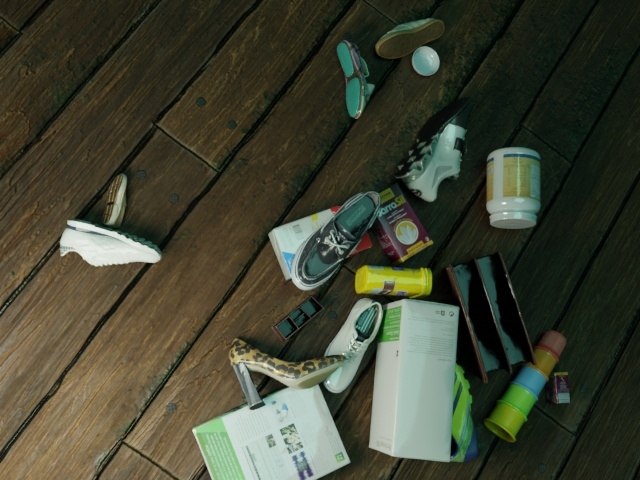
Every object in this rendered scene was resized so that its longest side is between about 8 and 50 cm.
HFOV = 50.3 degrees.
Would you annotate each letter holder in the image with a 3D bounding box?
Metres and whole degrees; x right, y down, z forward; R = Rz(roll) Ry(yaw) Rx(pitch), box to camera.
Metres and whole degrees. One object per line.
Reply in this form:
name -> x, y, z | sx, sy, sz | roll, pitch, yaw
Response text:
letter holder -> 0.431, 0.189, 1.726 | 0.152, 0.214, 0.302 | -17, 83, 6

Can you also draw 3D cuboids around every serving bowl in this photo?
serving bowl -> 0.295, -0.507, 1.939 | 0.083, 0.027, 0.083 | 1, 86, -17

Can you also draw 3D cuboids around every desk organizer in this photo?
desk organizer -> -0.056, 0.194, 1.711 | 0.130, 0.050, 0.047 | -38, 90, -17

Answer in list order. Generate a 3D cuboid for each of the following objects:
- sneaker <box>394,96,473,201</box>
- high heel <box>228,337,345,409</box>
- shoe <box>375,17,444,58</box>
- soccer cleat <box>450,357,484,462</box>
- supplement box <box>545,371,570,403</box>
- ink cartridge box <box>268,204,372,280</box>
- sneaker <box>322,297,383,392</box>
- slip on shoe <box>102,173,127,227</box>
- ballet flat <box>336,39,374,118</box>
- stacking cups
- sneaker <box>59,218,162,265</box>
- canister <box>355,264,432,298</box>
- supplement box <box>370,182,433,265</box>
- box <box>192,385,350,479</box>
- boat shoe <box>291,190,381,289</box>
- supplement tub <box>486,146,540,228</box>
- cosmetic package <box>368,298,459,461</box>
sneaker -> 0.338, -0.246, 1.870 | 0.146, 0.122, 0.330 | 44, 71, -22
high heel -> -0.086, 0.275, 1.647 | 0.261, 0.093, 0.186 | -21, 59, -10
shoe -> 0.246, -0.575, 1.931 | 0.219, 0.076, 0.058 | -23, 42, -15
soccer cleat -> 0.328, 0.423, 1.743 | 0.121, 0.093, 0.289 | -13, 82, -9
supplement box -> 0.640, 0.397, 1.842 | 0.043, 0.055, 0.083 | 1, 80, -15
ink cartridge box -> 0.000, 0.000, 1.747 | 0.231, 0.078, 0.134 | -20, 85, -16
sneaker -> 0.078, 0.258, 1.710 | 0.094, 0.091, 0.258 | 25, 75, -8
slip on shoe -> -0.493, -0.095, 1.665 | 0.041, 0.051, 0.135 | 31, 59, -48
ballet flat -> 0.103, -0.442, 1.865 | 0.079, 0.077, 0.221 | -6, 80, -35
stacking cups -> 0.554, 0.382, 1.815 | 0.096, 0.096, 0.316 | 42, 69, -3
sneaker -> -0.498, 0.021, 1.627 | 0.235, 0.090, 0.095 | 17, 90, -7
canister -> 0.184, 0.105, 1.749 | 0.170, 0.126, 0.073 | 5, 79, -11
supplement box -> 0.198, -0.042, 1.802 | 0.104, 0.081, 0.188 | -30, 88, -17
box -> -0.117, 0.492, 1.639 | 0.322, 0.058, 0.232 | -21, 85, -18
boat shoe -> 0.044, -0.005, 1.663 | 0.108, 0.102, 0.301 | 45, 73, -3
supplement tub -> 0.528, -0.142, 1.869 | 0.144, 0.144, 0.200 | 6, 79, -13
cosmetic package -> 0.230, 0.341, 1.680 | 0.155, 0.197, 0.365 | 10, 76, -12
